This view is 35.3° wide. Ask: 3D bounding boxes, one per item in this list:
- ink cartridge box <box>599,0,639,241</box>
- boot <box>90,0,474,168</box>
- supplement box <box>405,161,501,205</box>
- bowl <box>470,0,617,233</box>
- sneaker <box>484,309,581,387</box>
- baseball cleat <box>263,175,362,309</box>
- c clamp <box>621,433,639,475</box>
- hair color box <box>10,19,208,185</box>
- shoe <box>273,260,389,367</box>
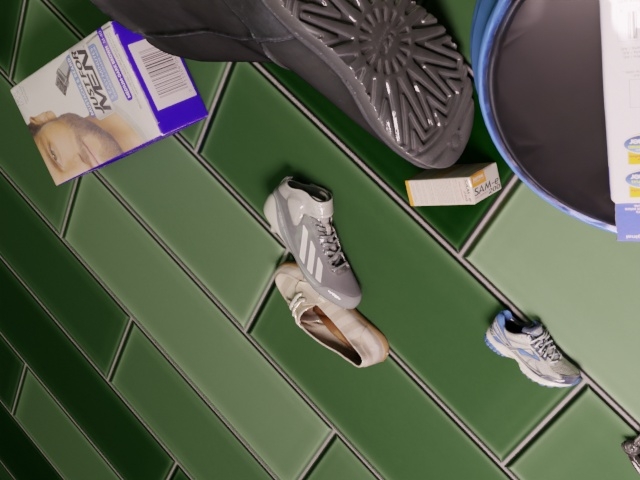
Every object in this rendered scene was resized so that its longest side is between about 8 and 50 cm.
[{"bbox_3d":[0.327,-0.128,0.814,0.185,0.065,0.311,0,130,19],"label":"ink cartridge box"},{"bbox_3d":[-0.061,-0.243,1.271,0.445,0.146,0.367,11,152,51],"label":"boot"},{"bbox_3d":[0.163,-0.069,1.235,0.098,0.062,0.036,0,111,45],"label":"supplement box"},{"bbox_3d":[0.325,-0.152,0.892,0.391,0.077,0.391,10,135,11],"label":"bowl"},{"bbox_3d":[0.267,0.134,1.255,0.135,0.052,0.058,31,126,28],"label":"sneaker"},{"bbox_3d":[0.000,0.000,1.424,0.206,0.072,0.109,49,130,7],"label":"baseball cleat"},{"bbox_3d":[0.414,0.231,1.191,0.137,0.022,0.161,36,131,17],"label":"c clamp"},{"bbox_3d":[-0.346,-0.222,1.610,0.339,0.110,0.185,-16,101,49],"label":"hair color box"},{"bbox_3d":[0.005,0.109,1.484,0.219,0.058,0.076,39,133,22],"label":"shoe"}]
